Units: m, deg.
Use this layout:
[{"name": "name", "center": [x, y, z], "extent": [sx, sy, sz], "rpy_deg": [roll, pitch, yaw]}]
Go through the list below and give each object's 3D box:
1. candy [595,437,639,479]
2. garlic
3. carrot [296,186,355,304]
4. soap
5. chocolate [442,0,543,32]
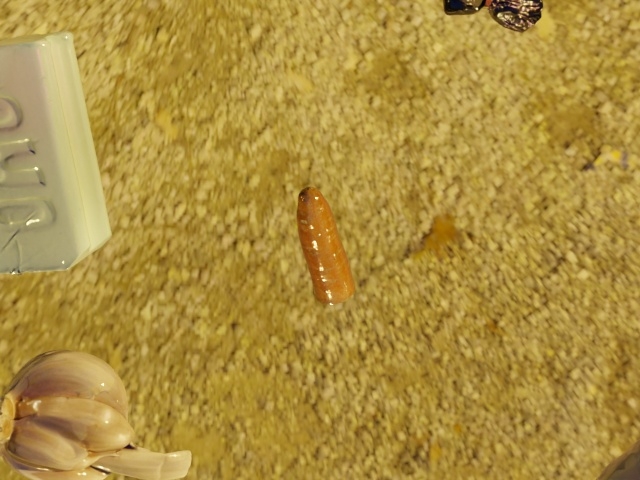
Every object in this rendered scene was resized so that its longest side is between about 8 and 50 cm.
[{"name": "candy", "center": [0.149, 0.157, 0.392], "extent": [0.116, 0.155, 0.265], "rpy_deg": [36, 91, -32]}, {"name": "garlic", "center": [-0.213, 0.173, 1.081], "extent": [0.194, 0.127, 0.131], "rpy_deg": [15, 137, -5]}, {"name": "carrot", "center": [0.000, 0.000, 1.192], "extent": [0.048, 0.048, 0.139], "rpy_deg": [-16, 124, 0]}, {"name": "soap", "center": [-0.379, -0.108, 1.455], "extent": [0.173, 0.095, 0.289], "rpy_deg": [-3, 107, 15]}, {"name": "chocolate", "center": [0.198, -0.287, 1.361], "extent": [0.147, 0.072, 0.070], "rpy_deg": [7, 111, -46]}]
